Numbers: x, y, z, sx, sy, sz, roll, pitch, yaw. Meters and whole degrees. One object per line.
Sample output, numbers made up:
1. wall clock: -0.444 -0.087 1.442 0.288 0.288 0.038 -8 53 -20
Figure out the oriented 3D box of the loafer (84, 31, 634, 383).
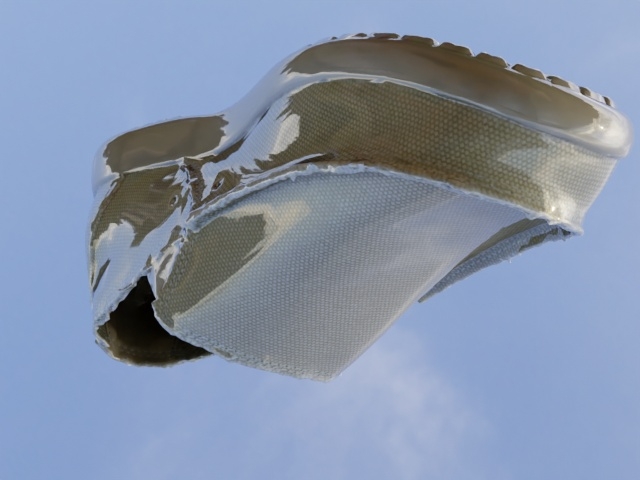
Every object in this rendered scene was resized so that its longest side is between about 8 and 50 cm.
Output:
1. loafer: 0.000 0.000 0.533 0.268 0.102 0.092 -12 -114 59
